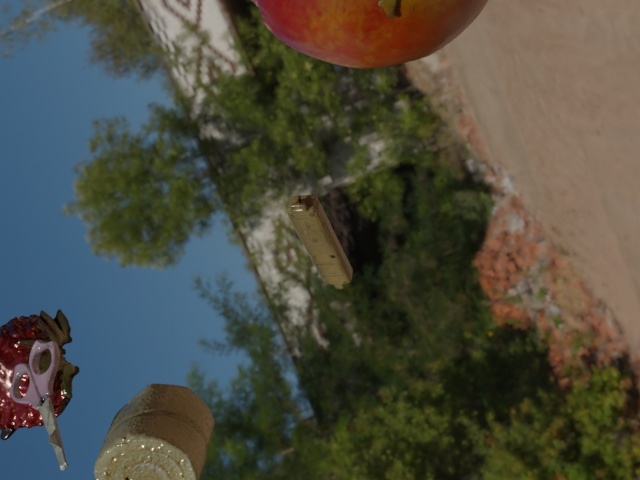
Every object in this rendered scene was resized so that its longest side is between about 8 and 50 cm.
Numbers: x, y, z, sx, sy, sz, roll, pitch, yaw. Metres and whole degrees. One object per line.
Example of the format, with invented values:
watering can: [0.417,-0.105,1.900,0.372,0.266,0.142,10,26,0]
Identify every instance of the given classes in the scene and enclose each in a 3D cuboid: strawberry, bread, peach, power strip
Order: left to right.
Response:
strawberry: [-0.627,0.274,1.983,0.138,0.306,0.233,29,-141,-60]
bread: [-0.233,0.289,1.426,0.134,0.148,0.141,57,-162,-20]
power strip: [0.000,0.000,2.036,0.305,0.064,0.044,63,-147,-49]
peach: [0.052,-0.372,1.235,0.370,0.370,0.370,-23,-90,-85]

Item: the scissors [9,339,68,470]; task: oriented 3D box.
scissors: [-0.388,0.236,1.424,0.021,0.110,0.212,26,-156,-44]
